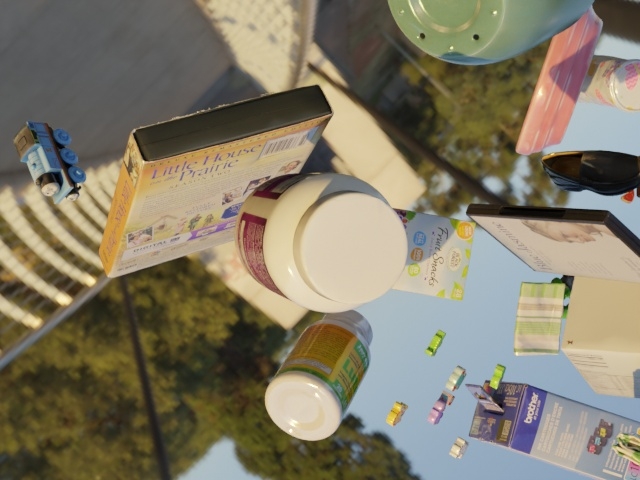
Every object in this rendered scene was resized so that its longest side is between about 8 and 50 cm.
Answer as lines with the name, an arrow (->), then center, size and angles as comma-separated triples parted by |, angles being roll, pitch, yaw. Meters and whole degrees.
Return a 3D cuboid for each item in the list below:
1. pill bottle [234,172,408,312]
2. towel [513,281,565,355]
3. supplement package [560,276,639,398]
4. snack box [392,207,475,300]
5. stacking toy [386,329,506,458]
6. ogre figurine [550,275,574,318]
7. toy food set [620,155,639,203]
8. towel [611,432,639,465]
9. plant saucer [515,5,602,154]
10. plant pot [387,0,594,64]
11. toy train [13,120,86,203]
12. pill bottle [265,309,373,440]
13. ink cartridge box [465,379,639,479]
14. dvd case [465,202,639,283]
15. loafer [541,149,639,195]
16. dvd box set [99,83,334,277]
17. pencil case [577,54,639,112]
pill bottle -> 0.000, 0.000, 1.250 | 0.169, 0.169, 0.301 | -46, -166, -7
towel -> 0.449, 0.161, 2.064 | 0.023, 0.113, 0.151 | 16, -78, 63
supplement package -> 0.533, 0.146, 1.746 | 0.149, 0.203, 0.194 | 0, -118, 34
snack box -> 0.216, 0.028, 2.179 | 0.070, 0.207, 0.174 | 169, -70, -87
stacking toy -> 0.256, 0.312, 2.051 | 0.221, 0.167, 0.052 | -61, 155, -4
ogre figurine -> 0.573, 0.098, 2.279 | 0.097, 0.118, 0.197 | -13, -126, 42
toy food set -> 0.684, -0.128, 2.188 | 0.122, 0.078, 0.019 | -50, 177, -17
towel -> 0.620, 0.386, 1.577 | 0.038, 0.325, 0.248 | -64, 157, -1
plant saucer -> 0.476, -0.320, 1.993 | 0.332, 0.084, 0.332 | 19, 90, -80
plant pot -> 0.230, -0.385, 1.448 | 0.235, 0.293, 0.293 | -42, 179, -44
toy train -> -0.560, -0.161, 2.092 | 0.105, 0.184, 0.080 | -1, 148, -49
pill bottle -> 0.009, 0.224, 1.778 | 0.136, 0.136, 0.245 | -44, -174, 35
ink cartridge box -> 0.504, 0.416, 2.223 | 0.270, 0.396, 0.151 | 150, -43, -78
dvd case -> 0.345, 0.005, 1.409 | 0.253, 0.180, 0.022 | 7, -113, 54
loafer -> 0.389, -0.101, 1.439 | 0.170, 0.061, 0.062 | -2, -114, 51
dvd box set -> -0.181, -0.084, 1.606 | 0.308, 0.062, 0.420 | -19, 163, -25
pencil case -> 0.632, -0.345, 2.212 | 0.113, 0.124, 0.273 | -63, -166, 7
